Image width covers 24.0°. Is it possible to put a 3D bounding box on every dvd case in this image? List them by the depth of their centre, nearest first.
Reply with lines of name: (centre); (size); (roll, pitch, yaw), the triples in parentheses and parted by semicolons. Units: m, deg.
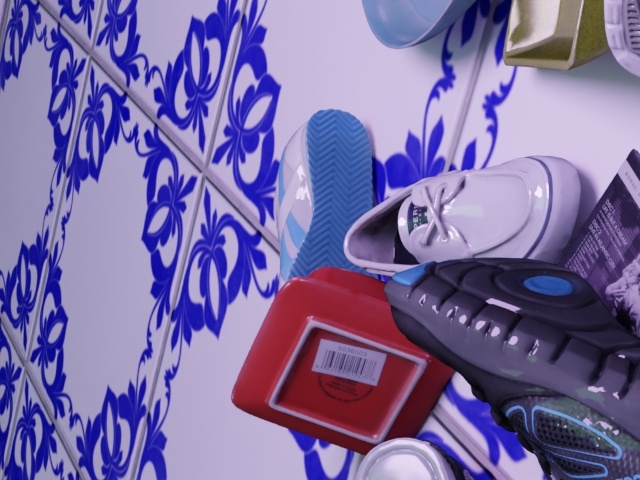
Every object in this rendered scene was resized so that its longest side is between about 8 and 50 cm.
dvd case: (0.200, 0.072, 1.034); (0.221, 0.018, 0.164); (-64, 33, 36)

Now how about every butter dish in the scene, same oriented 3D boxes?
butter dish: (0.025, 0.083, 1.267); (0.118, 0.160, 0.160); (-81, 14, -54)

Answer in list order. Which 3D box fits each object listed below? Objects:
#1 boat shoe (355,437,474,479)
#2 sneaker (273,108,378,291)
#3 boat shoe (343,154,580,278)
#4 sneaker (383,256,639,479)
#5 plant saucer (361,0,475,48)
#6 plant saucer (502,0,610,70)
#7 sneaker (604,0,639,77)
boat shoe: (0.092, 0.301, 1.129); (0.114, 0.091, 0.302); (-7, 74, 26)
sneaker: (0.000, 0.000, 1.381); (0.092, 0.087, 0.228); (147, 132, -65)
boat shoe: (0.101, -0.007, 1.164); (0.258, 0.084, 0.095); (150, 124, -60)
sneaker: (0.158, 0.109, 0.945); (0.341, 0.125, 0.139); (29, 124, 47)
plant saucer: (0.105, -0.311, 1.230); (0.317, 0.044, 0.317); (-173, 90, -71)
plant saucer: (0.184, -0.210, 1.046); (0.188, 0.045, 0.188); (-130, 49, -80)
sneaker: (0.216, -0.220, 0.919); (0.115, 0.090, 0.232); (-53, -33, -52)
